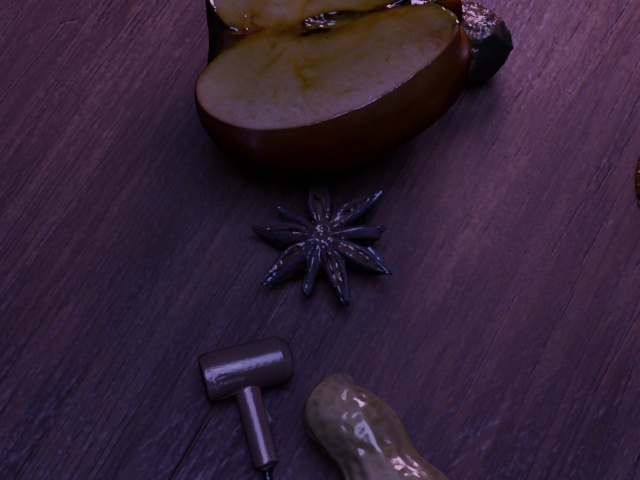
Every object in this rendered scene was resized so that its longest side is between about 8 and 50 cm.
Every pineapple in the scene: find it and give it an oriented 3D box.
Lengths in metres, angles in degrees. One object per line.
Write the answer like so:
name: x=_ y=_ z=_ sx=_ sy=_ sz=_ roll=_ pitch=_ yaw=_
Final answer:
pineapple: x=0.181 y=-0.309 z=1.884 sx=0.108 sy=0.108 sz=0.198 roll=-34 pitch=59 yaw=-16

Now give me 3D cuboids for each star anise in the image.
star anise: x=0.000 y=0.000 z=1.748 sx=0.182 sy=0.065 sz=0.195 roll=-3 pitch=69 yaw=2

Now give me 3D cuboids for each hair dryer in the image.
hair dryer: x=-0.079 y=0.216 z=1.651 sx=0.117 sy=0.064 sz=0.182 roll=-13 pitch=74 yaw=-9

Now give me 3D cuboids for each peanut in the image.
peanut: x=0.067 y=0.273 z=1.595 sx=0.123 sy=0.123 sz=0.257 roll=-35 pitch=69 yaw=-16

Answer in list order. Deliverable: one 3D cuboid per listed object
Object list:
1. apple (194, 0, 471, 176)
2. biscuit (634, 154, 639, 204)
apple: x=0.012 y=-0.255 z=1.744 sx=0.365 sy=0.295 sz=0.329 roll=-11 pitch=92 yaw=4
biscuit: x=0.517 y=-0.049 z=1.801 sx=0.206 sy=0.025 sz=0.126 roll=24 pitch=69 yaw=13
